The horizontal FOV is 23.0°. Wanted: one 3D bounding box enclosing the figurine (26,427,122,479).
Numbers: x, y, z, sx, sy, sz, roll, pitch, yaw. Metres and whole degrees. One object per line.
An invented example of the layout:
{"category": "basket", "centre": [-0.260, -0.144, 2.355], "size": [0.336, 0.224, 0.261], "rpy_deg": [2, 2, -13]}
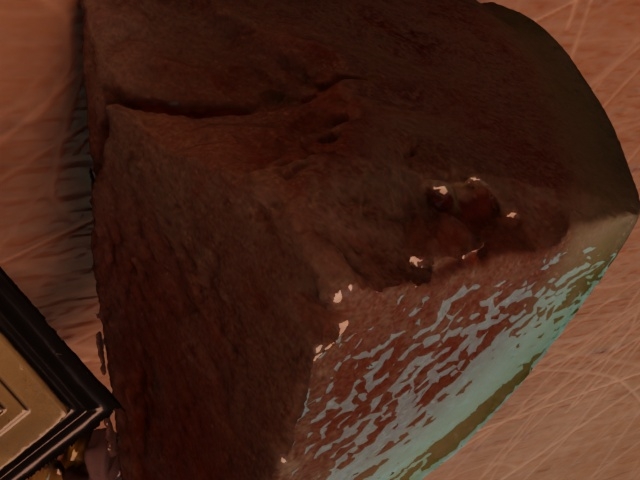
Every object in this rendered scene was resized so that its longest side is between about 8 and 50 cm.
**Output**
{"category": "figurine", "centre": [-0.167, 0.108, 0.746], "size": [0.175, 0.115, 0.240], "rpy_deg": [-38, 141, 5]}

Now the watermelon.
{"category": "watermelon", "centre": [0.000, 0.000, 0.685], "size": [0.310, 0.193, 0.231], "rpy_deg": [-40, 146, -7]}

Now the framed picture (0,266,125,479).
{"category": "framed picture", "centre": [-0.214, 0.054, 0.611], "size": [0.195, 0.010, 0.199], "rpy_deg": [-39, 105, 2]}
